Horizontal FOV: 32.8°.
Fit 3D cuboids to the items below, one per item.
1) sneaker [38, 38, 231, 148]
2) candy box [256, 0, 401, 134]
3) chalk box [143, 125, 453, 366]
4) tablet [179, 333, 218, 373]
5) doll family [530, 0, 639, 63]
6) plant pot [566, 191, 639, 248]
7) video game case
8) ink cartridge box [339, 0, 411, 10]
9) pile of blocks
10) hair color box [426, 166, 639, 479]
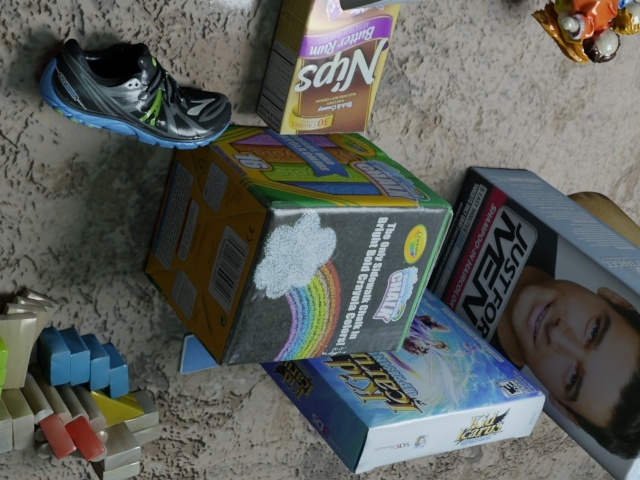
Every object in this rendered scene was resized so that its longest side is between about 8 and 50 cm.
[{"bbox_3d":[-0.154,-0.133,0.970,0.188,0.067,0.078,10,120,-38],"label":"sneaker"},{"bbox_3d":[0.013,-0.197,1.062,0.109,0.053,0.187,-6,125,-35],"label":"candy box"},{"bbox_3d":[0.000,0.000,1.109,0.289,0.179,0.180,0,120,-38],"label":"chalk box"},{"bbox_3d":[-0.119,0.122,1.230,0.083,0.006,0.054,-8,126,-32],"label":"tablet"},{"bbox_3d":[0.307,-0.283,1.156,0.263,0.118,0.163,-37,123,-28],"label":"doll family"},{"bbox_3d":[0.392,0.101,1.425,0.237,0.254,0.237,-21,132,-24],"label":"plant pot"},{"bbox_3d":[0.066,0.127,1.183,0.244,0.269,0.061,-5,123,-35],"label":"video game case"},{"bbox_3d":[0.118,-0.305,0.989,0.219,0.092,0.160,-15,100,-29],"label":"ink cartridge box"},{"bbox_3d":[-0.269,0.148,1.059,0.362,0.112,0.149,27,102,-46],"label":"pile of blocks"},{"bbox_3d":[0.288,0.083,1.242,0.113,0.374,0.185,0,120,-37],"label":"hair color box"}]
